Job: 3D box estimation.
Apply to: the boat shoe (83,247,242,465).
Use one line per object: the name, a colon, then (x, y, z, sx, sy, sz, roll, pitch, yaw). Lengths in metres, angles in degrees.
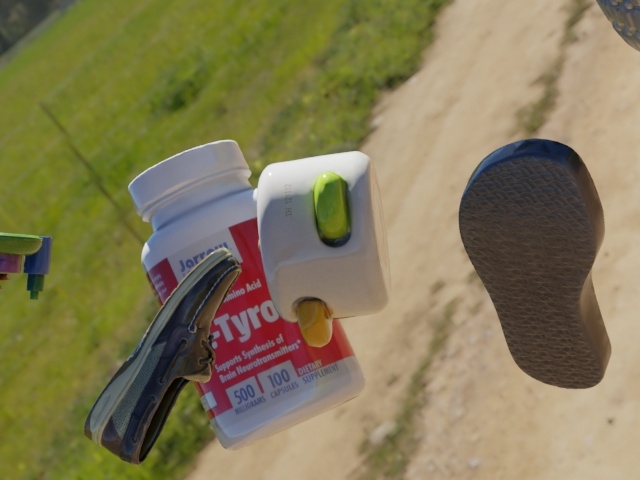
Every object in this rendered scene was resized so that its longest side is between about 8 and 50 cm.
boat shoe: (-0.134, 0.113, 1.450, 0.223, 0.073, 0.080, -54, -13, -2)

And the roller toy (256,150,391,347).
roller toy: (0.000, 0.000, 1.782, 0.146, 0.209, 0.191, -8, 24, 7)

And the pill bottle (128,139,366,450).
pill bottle: (-0.115, 0.074, 2.175, 0.229, 0.407, 0.229, -25, -7, -3)

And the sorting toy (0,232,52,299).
sorting toy: (-0.206, 0.016, 0.992, 0.102, 0.061, 0.042, 180, 95, -72)

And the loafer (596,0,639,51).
loafer: (0.305, -0.329, 1.483, 0.111, 0.319, 0.112, -31, 33, -13)

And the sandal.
sandal: (0.154, 0.012, 1.060, 0.097, 0.254, 0.054, 12, 57, 21)
